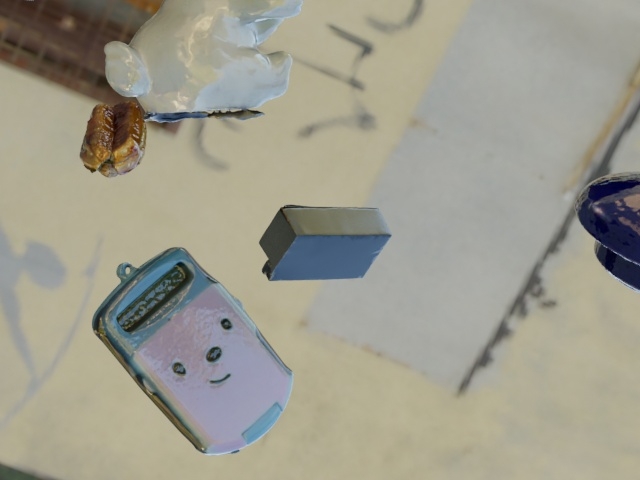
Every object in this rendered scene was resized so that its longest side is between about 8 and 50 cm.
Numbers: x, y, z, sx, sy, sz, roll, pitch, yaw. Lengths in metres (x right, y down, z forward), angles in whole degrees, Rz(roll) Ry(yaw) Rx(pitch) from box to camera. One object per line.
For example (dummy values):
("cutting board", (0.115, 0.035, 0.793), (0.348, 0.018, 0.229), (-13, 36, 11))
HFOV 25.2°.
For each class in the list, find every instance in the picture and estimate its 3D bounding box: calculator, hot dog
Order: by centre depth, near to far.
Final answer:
("hot dog", (-0.193, -0.095, 1.335), (0.144, 0.062, 0.038), (-106, -169, -65))
("calculator", (-0.164, 0.141, 1.858), (0.173, 0.293, 0.051), (-42, -172, -18))

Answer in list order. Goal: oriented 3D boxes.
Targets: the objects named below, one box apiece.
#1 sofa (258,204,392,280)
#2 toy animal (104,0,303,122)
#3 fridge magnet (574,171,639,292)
("sofa", (0.000, 0.000, 1.697), (0.085, 0.147, 0.060), (-58, -133, 37))
("toy animal", (-0.149, -0.287, 1.610), (0.183, 0.247, 0.310), (-137, -139, -80))
("fridge magnet", (0.408, -0.003, 1.564), (0.265, 0.265, 0.113), (-88, -171, -65))
